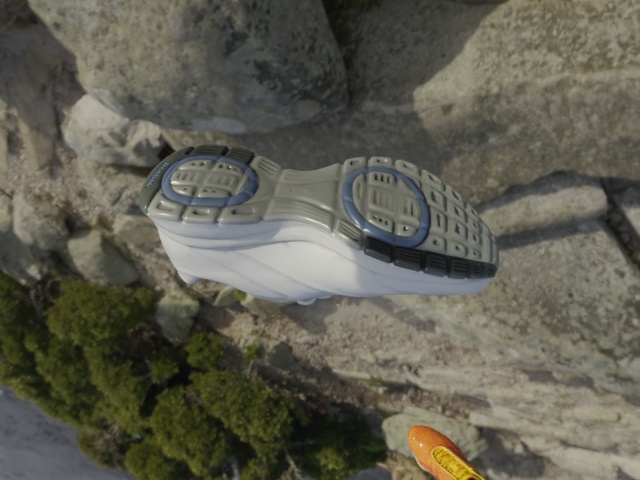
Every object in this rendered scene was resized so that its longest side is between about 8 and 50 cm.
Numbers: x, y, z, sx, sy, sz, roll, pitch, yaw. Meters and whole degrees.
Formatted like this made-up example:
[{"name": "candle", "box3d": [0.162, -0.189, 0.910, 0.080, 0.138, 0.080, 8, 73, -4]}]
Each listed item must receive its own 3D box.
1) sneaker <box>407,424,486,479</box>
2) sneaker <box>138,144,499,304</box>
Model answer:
[{"name": "sneaker", "box3d": [0.194, 0.325, 0.895, 0.175, 0.064, 0.067, 41, 157, 31]}, {"name": "sneaker", "box3d": [0.000, 0.000, 0.542, 0.297, 0.111, 0.129, 11, 140, 8]}]
